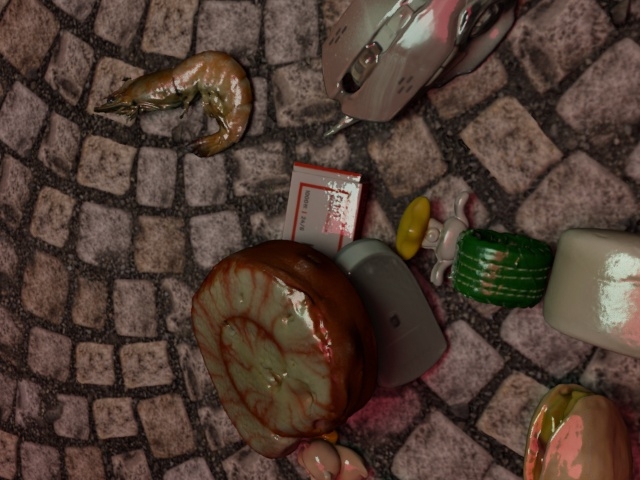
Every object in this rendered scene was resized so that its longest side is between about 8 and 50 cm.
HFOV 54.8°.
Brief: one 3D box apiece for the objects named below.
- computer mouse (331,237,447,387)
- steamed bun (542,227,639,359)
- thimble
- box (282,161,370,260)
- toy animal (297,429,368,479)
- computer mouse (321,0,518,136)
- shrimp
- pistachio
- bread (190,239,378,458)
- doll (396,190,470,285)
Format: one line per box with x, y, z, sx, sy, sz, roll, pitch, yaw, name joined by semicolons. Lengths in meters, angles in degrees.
0.094;0.105;0.917;0.128;0.079;0.230;-27;100;-12;computer mouse
0.405;0.069;0.751;0.242;0.164;0.146;14;98;20;steamed bun
0.243;0.036;0.835;0.130;0.118;0.090;10;103;2;thimble
0.000;0.000;0.971;0.123;0.050;0.229;13;100;20;box
0.009;0.363;0.984;0.114;0.082;0.091;40;109;13;toy animal
0.118;-0.296;0.863;0.389;0.115;0.199;-44;75;19;computer mouse
-0.249;-0.214;1.053;0.296;0.058;0.168;-12;93;19;shrimp
0.344;0.293;0.830;0.145;0.117;0.200;3;89;-16;pistachio
-0.064;0.151;0.909;0.295;0.114;0.327;57;139;13;bread
0.172;-0.015;0.895;0.113;0.071;0.135;41;104;6;doll
